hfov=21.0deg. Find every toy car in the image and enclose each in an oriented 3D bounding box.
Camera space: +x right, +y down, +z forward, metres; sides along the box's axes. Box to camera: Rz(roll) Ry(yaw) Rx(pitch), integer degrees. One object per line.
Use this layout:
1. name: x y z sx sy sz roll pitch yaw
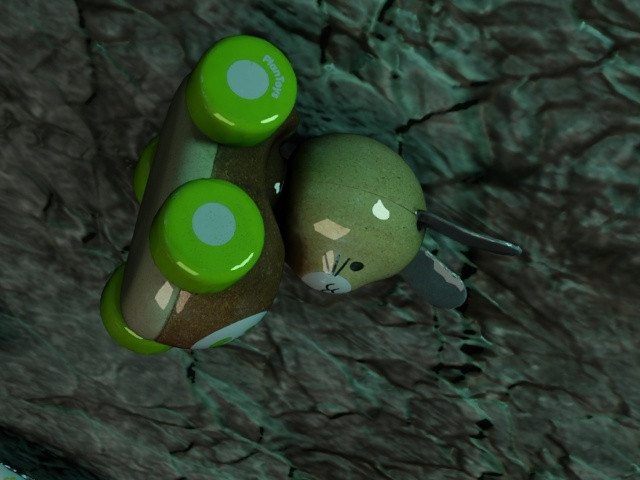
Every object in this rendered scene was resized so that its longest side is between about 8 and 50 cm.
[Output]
1. toy car: 0.000 0.000 0.885 0.188 0.149 0.155 17 159 -13

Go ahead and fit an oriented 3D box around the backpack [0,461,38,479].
1. backpack: -0.268 0.269 1.347 0.253 0.191 0.225 36 144 -10
